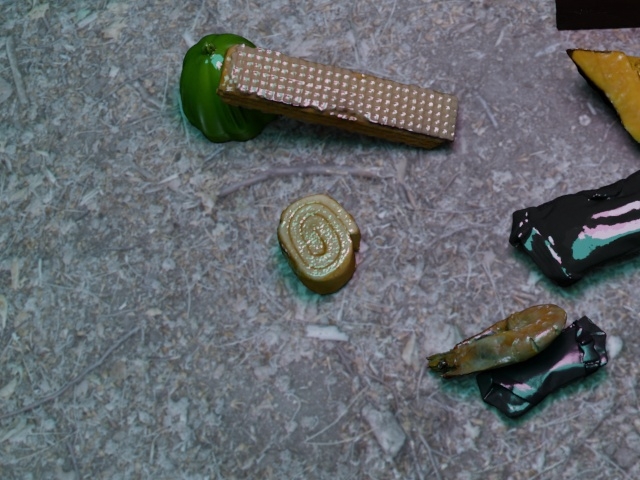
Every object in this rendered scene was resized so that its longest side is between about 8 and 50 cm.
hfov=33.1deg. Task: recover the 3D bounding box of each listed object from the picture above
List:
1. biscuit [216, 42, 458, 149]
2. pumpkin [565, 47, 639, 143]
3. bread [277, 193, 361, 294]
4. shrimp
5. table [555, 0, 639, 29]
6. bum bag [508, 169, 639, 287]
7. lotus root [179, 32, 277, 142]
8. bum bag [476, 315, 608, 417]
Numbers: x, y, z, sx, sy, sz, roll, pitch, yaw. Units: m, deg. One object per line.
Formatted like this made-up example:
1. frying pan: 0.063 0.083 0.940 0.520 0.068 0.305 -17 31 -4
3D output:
1. biscuit: 0.028 -0.226 1.701 0.379 0.054 0.094 12 71 -6
2. pumpkin: 0.506 -0.199 1.627 0.279 0.111 0.163 6 94 14
3. bread: 0.000 0.000 1.665 0.122 0.073 0.149 -33 63 -4
4. shrimp: 0.253 0.146 1.541 0.217 0.115 0.051 -25 101 19
5. table: 0.514 -0.490 1.693 0.282 0.196 0.250 2 68 15
6. bum bag: 0.439 -0.026 1.569 0.326 0.079 0.142 -18 64 10
7. lotus root: -0.162 -0.276 1.777 0.186 0.186 0.186 -5 65 11
8. bum bag: 0.316 0.178 1.520 0.198 0.049 0.087 -30 56 3
